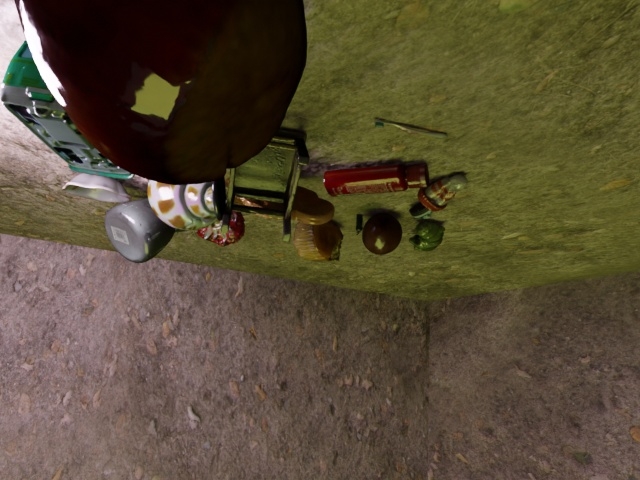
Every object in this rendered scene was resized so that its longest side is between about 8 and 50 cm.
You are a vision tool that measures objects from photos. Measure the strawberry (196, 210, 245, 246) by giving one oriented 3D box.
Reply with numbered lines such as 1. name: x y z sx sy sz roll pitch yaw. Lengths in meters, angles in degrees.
1. strawberry: -0.388 -0.064 1.944 0.187 0.184 0.201 -33 -176 5

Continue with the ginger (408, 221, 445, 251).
1. ginger: 0.448 -0.011 2.057 0.137 0.089 0.290 12 167 4

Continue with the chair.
1. chair: -0.152 -0.211 1.345 0.203 0.416 0.240 6 120 -8

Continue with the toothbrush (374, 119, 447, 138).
1. toothbrush: 0.231 -0.282 1.238 0.204 0.022 0.017 6 168 -16

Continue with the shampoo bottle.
1. shampoo bottle: 0.170 -0.186 1.499 0.315 0.076 0.118 -3 159 23

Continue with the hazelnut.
1. hazelnut: -0.205 -0.292 0.707 0.403 0.401 0.429 2 167 8

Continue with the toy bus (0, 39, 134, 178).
1. toy bus: -0.518 -0.288 1.073 0.184 0.199 0.343 8 165 -3

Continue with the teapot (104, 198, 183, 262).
1. teapot: -0.643 -0.063 1.833 0.306 0.223 0.285 -14 -163 41

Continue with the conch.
1. conch: -0.408 -0.138 1.532 0.368 0.197 0.250 39 -163 33

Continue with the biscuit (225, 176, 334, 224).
1. biscuit: -0.137 -0.124 1.514 0.376 0.051 0.269 22 -155 21

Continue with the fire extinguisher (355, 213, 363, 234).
1. fire extinguisher: 0.156 -0.063 1.946 0.025 0.083 0.038 16 163 -37

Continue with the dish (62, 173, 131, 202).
1. dish: -0.782 -0.197 1.723 0.230 0.081 0.229 5 170 1

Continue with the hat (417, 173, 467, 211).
1. hat: 0.396 -0.163 1.546 0.112 0.093 0.162 2 150 -33

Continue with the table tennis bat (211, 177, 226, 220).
1. table tennis bat: -0.264 -0.163 1.258 0.027 0.236 0.150 -2 -151 -3

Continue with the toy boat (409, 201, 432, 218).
1. toy boat: 0.375 -0.106 1.767 0.066 0.059 0.140 29 159 -18

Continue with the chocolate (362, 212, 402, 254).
1. chocolate: 0.244 -0.030 1.907 0.177 0.176 0.176 4 165 1

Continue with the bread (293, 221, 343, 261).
1. bread: 0.000 0.000 2.050 0.133 0.178 0.250 -10 160 30
